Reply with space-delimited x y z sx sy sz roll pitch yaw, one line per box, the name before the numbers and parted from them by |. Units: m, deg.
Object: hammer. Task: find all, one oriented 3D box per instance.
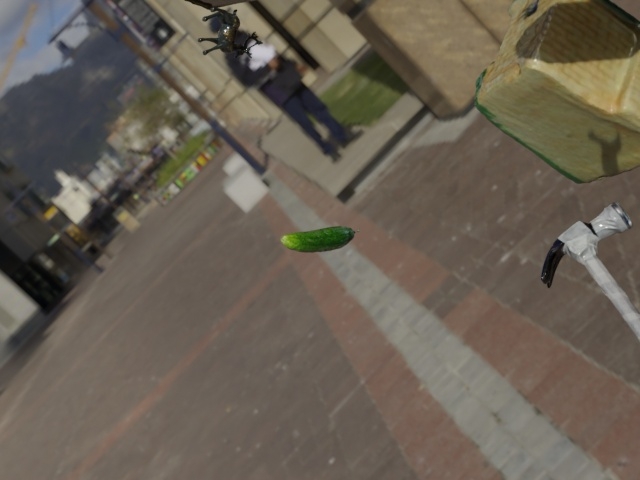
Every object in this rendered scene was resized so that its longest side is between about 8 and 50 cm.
hammer | 0.442 0.129 1.288 0.152 0.044 0.427 -35 51 7

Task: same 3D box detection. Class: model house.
model house | 0.563 -0.371 2.044 0.334 0.382 0.343 -22 42 64

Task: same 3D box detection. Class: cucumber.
cucumber | 0.000 0.000 1.541 0.168 0.039 0.039 -7 -21 -44

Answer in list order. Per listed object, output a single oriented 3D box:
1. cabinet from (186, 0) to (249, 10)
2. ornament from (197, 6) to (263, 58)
cabinet | -0.142 -0.447 1.403 0.215 0.148 0.175 6 86 49
ornament | -0.130 -0.310 1.472 0.125 0.028 0.073 -5 -64 -51
